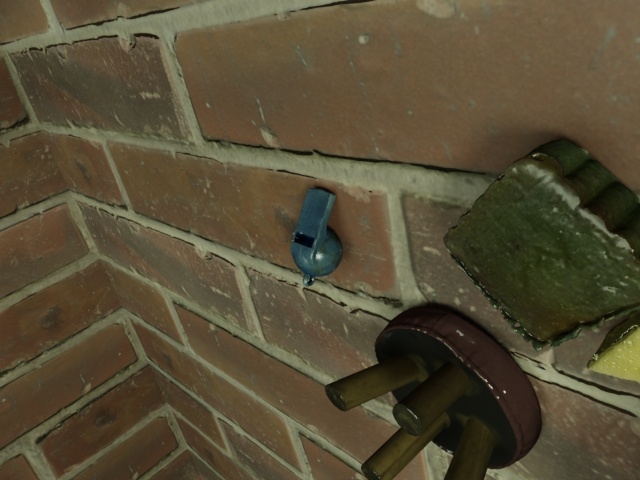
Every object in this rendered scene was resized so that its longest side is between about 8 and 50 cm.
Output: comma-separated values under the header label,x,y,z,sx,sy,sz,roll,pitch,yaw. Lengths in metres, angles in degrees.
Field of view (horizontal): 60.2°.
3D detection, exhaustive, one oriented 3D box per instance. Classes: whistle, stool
label,x,y,z,sx,sy,sz,roll,pitch,yaw
whistle,0.000,0.000,0.898,0.090,0.090,0.158,19,92,43
stool,0.157,0.250,0.799,0.272,0.178,0.272,34,142,32

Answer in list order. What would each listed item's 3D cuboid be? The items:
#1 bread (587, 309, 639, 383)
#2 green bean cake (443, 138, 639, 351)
label,x,y,z,sx,sy,sz,roll,pitch,yaw
bread,0.312,0.082,0.547,0.080,0.084,0.109,12,127,44
green bean cake,0.241,0.004,0.565,0.173,0.094,0.181,49,147,13
